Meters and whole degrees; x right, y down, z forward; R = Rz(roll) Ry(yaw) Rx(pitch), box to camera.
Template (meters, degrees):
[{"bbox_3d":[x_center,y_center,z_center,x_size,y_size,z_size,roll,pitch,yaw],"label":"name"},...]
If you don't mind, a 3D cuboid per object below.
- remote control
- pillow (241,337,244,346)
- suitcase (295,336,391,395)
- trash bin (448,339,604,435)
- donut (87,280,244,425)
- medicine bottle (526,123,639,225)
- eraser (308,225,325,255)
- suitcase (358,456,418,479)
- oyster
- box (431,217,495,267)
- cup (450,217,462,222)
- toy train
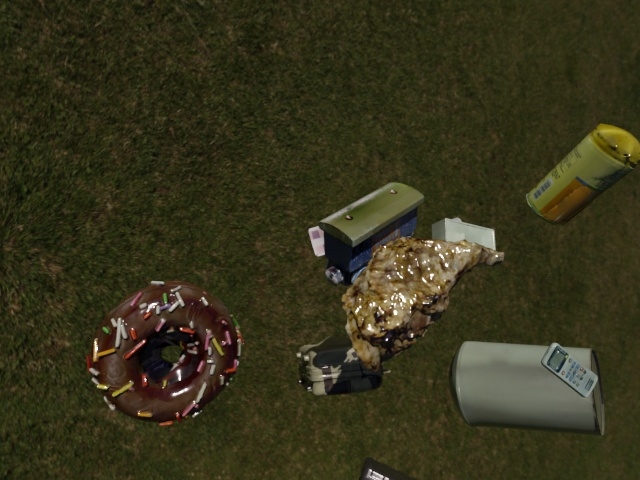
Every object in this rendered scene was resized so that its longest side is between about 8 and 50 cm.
[{"bbox_3d":[0.471,0.245,0.795,0.124,0.018,0.053,38,82,-11],"label":"remote control"},{"bbox_3d":[-0.314,0.361,1.305,0.093,0.051,0.241,31,25,-3],"label":"pillow"},{"bbox_3d":[0.091,0.448,1.548,0.340,0.351,0.193,-3,79,-12],"label":"suitcase"},{"bbox_3d":[0.630,0.461,1.336,0.280,0.432,0.280,16,70,-51],"label":"trash bin"},{"bbox_3d":[-0.274,0.206,0.762,0.270,0.103,0.269,-2,94,-24],"label":"donut"},{"bbox_3d":[0.595,-0.146,0.950,0.124,0.238,0.124,15,48,-17],"label":"medicine bottle"},{"bbox_3d":[0.000,0.000,1.522,0.026,0.065,0.105,-28,101,-78],"label":"eraser"},{"bbox_3d":[0.228,0.780,1.352,0.285,0.206,0.066,71,41,-67],"label":"suitcase"},{"bbox_3d":[0.193,0.080,0.875,0.396,0.111,0.204,-38,80,-19],"label":"oyster"},{"bbox_3d":[0.517,0.013,1.523,0.225,0.086,0.129,11,70,-22],"label":"box"},{"bbox_3d":[0.651,-0.054,2.109,0.116,0.074,0.104,-20,100,-15],"label":"cup"},{"bbox_3d":[0.126,-0.012,1.054,0.300,0.131,0.201,-31,134,-33],"label":"toy train"}]
